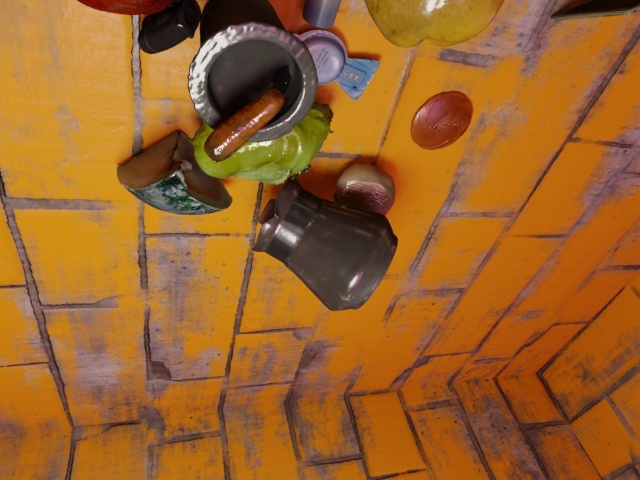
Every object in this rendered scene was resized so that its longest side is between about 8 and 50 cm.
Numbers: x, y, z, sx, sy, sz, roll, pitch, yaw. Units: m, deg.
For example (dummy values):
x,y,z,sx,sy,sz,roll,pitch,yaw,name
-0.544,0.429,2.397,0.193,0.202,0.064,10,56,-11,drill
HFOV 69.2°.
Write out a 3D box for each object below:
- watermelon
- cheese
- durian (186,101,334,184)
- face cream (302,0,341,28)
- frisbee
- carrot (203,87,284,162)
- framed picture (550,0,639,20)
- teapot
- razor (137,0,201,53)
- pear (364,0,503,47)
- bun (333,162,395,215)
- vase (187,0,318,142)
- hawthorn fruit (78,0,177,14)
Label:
x,y,z,sx,sy,sz,roll,pitch,yaw,name
-0.339,-0.168,1.188,0.290,0.213,0.320,15,173,-36,watermelon
0.023,-0.432,1.135,0.245,0.052,0.135,12,132,-31,cheese
-0.143,-0.248,1.150,0.340,0.204,0.255,5,130,-33,durian
0.029,-0.570,0.949,0.077,0.077,0.250,2,143,-21,face cream
0.359,-0.341,1.358,0.192,0.035,0.192,-11,137,-10,frisbee
-0.143,-0.218,0.872,0.186,0.060,0.060,-37,135,11,carrot
0.722,-0.562,1.077,0.231,0.293,0.018,-20,113,3,framed picture
0.000,0.000,1.334,0.362,0.376,0.305,31,90,-4,teapot
-0.307,-0.439,0.948,0.148,0.090,0.054,-5,161,33,razor
0.225,-0.541,0.913,0.315,0.314,0.314,-10,137,-9,pear
0.127,-0.152,1.411,0.193,0.127,0.178,20,128,-20,bun
-0.157,-0.380,0.949,0.245,0.291,0.245,-11,138,-10,vase
-0.379,-0.506,0.833,0.252,0.189,0.189,0,135,-7,hawthorn fruit
